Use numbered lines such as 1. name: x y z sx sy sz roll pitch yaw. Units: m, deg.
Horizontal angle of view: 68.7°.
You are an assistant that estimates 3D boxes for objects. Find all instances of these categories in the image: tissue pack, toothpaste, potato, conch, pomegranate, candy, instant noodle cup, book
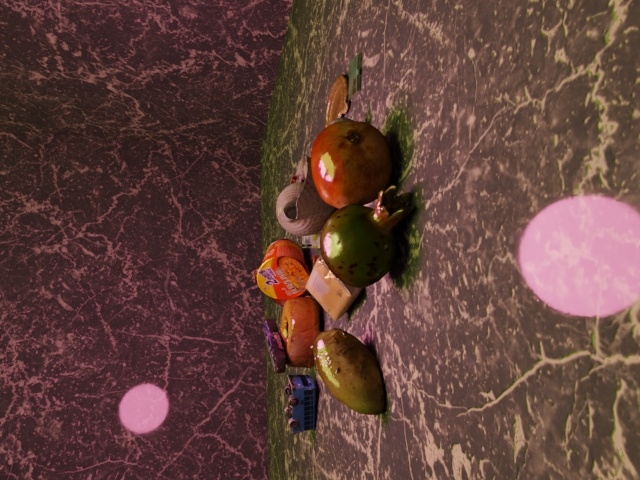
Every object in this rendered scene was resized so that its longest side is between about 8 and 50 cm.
1. tissue pack: 0.044 0.154 1.609 0.186 0.090 0.222 49 151 15
2. toothpaste: 0.000 0.000 1.930 0.336 0.081 0.067 175 94 -75
3. potato: 0.089 0.391 1.398 0.298 0.176 0.141 54 153 29
4. conch: -0.038 -0.148 1.748 0.319 0.215 0.303 -112 41 -65
5. pomegranate: 0.085 -0.211 1.363 0.270 0.228 0.252 102 157 -65
6. candy: -0.206 0.466 2.101 0.312 0.061 0.088 -123 33 -62
7. instant noodle cup: -0.146 0.107 1.901 0.174 0.213 0.213 -93 12 -59
8. pomegranate: 0.121 0.003 1.242 0.286 0.230 0.231 -35 53 53
9. book: 0.122 -0.584 1.672 0.103 0.017 0.135 176 96 -76

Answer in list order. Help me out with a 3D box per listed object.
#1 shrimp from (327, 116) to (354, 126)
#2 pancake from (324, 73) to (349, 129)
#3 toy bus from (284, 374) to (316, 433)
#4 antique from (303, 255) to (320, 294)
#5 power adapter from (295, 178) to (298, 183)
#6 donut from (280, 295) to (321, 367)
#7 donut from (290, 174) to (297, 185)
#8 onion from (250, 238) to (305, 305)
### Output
1. shrimp: 0.072 -0.242 1.585 0.116 0.145 0.343 37 134 56
2. pancake: 0.065 -0.496 1.848 0.288 0.033 0.286 129 141 -66
3. toy bus: -0.085 0.708 2.049 0.116 0.133 0.234 -131 40 -69
4. antique: -0.020 0.152 1.959 0.310 0.093 0.087 125 145 -65
5. power adapter: -0.046 -0.200 2.055 0.255 0.124 0.187 111 158 -53
6. donut: -0.086 0.404 2.070 0.299 0.150 0.317 151 119 -71
7. donut: -0.099 -0.201 2.298 0.269 0.103 0.270 -179 90 -77
8. onion: -0.203 0.165 2.297 0.347 0.285 0.348 175 90 -84
